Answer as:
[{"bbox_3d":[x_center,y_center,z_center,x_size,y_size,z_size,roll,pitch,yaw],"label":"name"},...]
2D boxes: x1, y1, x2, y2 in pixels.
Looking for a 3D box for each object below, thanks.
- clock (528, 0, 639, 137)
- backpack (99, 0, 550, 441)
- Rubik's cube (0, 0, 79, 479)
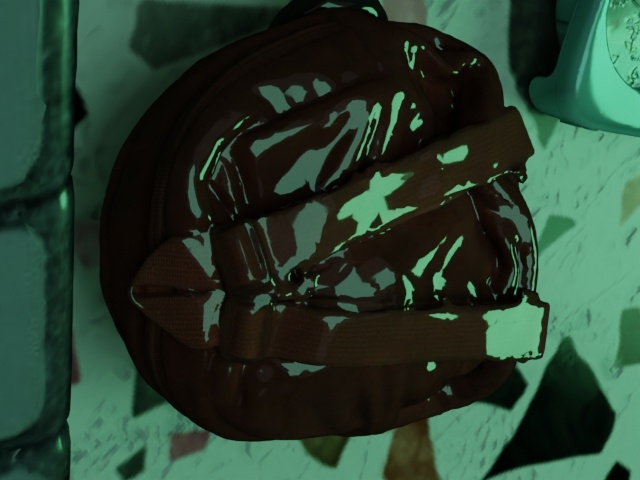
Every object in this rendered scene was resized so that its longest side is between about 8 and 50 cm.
[{"bbox_3d":[0.175,-0.130,1.026,0.108,0.045,0.147,7,99,-35],"label":"clock"},{"bbox_3d":[-0.002,-0.001,0.889,0.229,0.139,0.229,-13,111,-35],"label":"backpack"},{"bbox_3d":[-0.283,0.000,0.538,0.337,0.344,0.344,-15,128,-28],"label":"Rubik's cube"}]
